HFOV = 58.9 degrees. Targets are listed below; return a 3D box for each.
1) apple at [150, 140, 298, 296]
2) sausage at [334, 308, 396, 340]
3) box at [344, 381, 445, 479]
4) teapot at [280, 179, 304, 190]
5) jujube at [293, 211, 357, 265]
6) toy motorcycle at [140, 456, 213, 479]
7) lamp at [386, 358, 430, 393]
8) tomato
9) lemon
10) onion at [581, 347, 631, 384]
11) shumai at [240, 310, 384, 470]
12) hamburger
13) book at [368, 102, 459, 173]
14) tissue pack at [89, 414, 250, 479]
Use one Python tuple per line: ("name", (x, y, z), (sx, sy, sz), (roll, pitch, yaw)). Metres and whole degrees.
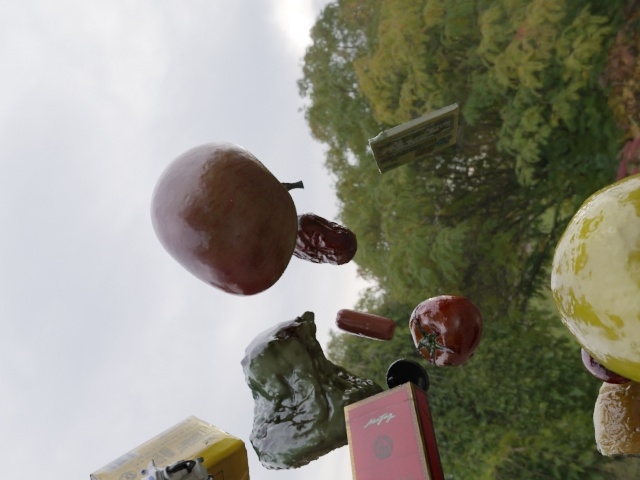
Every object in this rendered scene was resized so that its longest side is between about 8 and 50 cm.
("apple", (-0.193, -0.057, 1.225), (0.269, 0.344, 0.345), (-54, -15, 8))
("sausage", (0.111, 0.211, 1.427), (0.062, 0.154, 0.062), (11, -90, -75))
("box", (0.131, 0.391, 1.002), (0.074, 0.153, 0.240), (36, -146, -38))
("teapot", (-0.107, -0.176, 1.865), (0.043, 0.110, 0.043), (169, 90, -70))
("jujube", (0.000, 0.000, 1.796), (0.155, 0.230, 0.155), (-54, -25, -41))
("toy motorcycle", (-0.338, 0.568, 1.326), (0.221, 0.150, 0.102), (77, 166, -55))
("lamp", (0.200, 0.361, 1.283), (0.371, 0.108, 0.130), (10, -104, -82))
("tomato", (0.288, 0.194, 1.282), (0.167, 0.167, 0.167), (10, -90, -73))
("lemon", (0.510, 0.054, 0.832), (0.348, 0.347, 0.348), (10, -90, -73))
("onion", (0.653, 0.254, 1.270), (0.131, 0.131, 0.131), (10, -90, -73))
("shumai", (-0.039, 0.350, 1.381), (0.324, 0.324, 0.397), (63, -158, 9))
("hamburger", (0.711, 0.392, 1.302), (0.135, 0.155, 0.208), (96, 178, -74))
("book", (0.180, -0.189, 1.076), (0.192, 0.167, 0.013), (37, -148, -75))
("tissue pack", (-0.445, 0.735, 1.710), (0.381, 0.293, 0.228), (-21, -68, -48))
